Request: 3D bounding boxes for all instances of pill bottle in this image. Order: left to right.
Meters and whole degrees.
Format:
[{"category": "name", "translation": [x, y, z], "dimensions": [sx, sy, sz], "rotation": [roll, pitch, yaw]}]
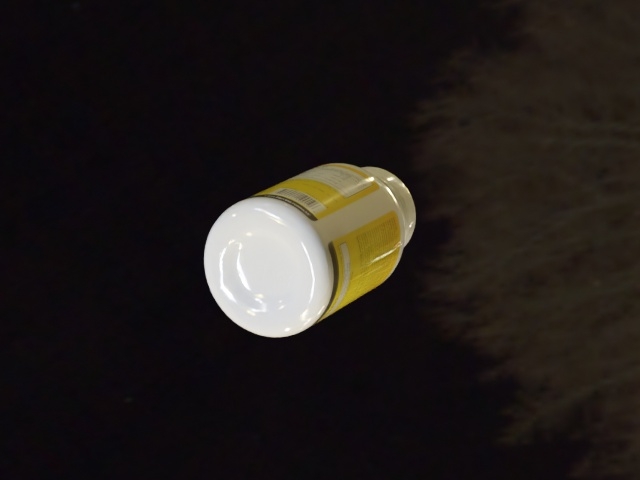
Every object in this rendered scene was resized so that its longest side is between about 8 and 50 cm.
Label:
[{"category": "pill bottle", "translation": [0.000, 0.000, 1.392], "dimensions": [0.184, 0.103, 0.103], "rotation": [-27, -79, -59]}]
